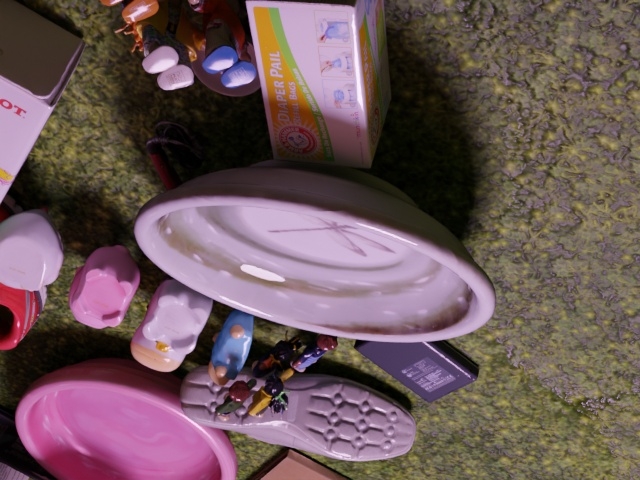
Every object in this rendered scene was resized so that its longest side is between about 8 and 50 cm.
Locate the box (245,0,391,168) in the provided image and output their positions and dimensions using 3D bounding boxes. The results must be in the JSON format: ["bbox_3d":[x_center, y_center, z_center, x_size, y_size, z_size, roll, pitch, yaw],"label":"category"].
[{"bbox_3d":[0.004,-0.181,1.240,0.103,0.114,0.203,6,138,13],"label":"box"}]

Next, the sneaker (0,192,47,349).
[{"bbox_3d":[-0.426,0.033,1.614,0.107,0.118,0.279,0,136,18],"label":"sneaker"}]

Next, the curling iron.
[{"bbox_3d":[-0.144,-0.031,1.510,0.068,0.035,0.274,3,136,16],"label":"curling iron"}]

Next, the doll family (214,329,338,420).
[{"bbox_3d":[-0.051,0.165,1.595,0.076,0.193,0.111,39,153,3],"label":"doll family"}]

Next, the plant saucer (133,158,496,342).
[{"bbox_3d":[0.000,0.000,1.396,0.401,0.100,0.400,12,159,5],"label":"plant saucer"}]

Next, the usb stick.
[{"bbox_3d":[-0.432,0.341,1.988,0.278,0.045,0.077,32,94,-16],"label":"usb stick"}]

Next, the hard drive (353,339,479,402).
[{"bbox_3d":[0.122,0.151,1.623,0.135,0.022,0.094,37,135,-21],"label":"hard drive"}]

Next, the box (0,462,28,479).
[{"bbox_3d":[-0.617,0.328,1.980,0.311,0.148,0.121,42,134,-23],"label":"box"}]

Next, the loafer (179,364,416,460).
[{"bbox_3d":[-0.031,0.225,1.711,0.319,0.112,0.111,14,177,-5],"label":"loafer"}]

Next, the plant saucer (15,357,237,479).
[{"bbox_3d":[-0.276,0.280,1.855,0.332,0.084,0.332,9,137,9],"label":"plant saucer"}]

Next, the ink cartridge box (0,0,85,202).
[{"bbox_3d":[-0.409,-0.154,1.408,0.201,0.117,0.278,29,138,-13],"label":"ink cartridge box"}]

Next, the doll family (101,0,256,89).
[{"bbox_3d":[-0.169,-0.247,1.203,0.118,0.163,0.263,-27,129,12],"label":"doll family"}]

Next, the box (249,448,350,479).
[{"bbox_3d":[-0.002,0.398,1.932,0.201,0.021,0.164,30,137,-13],"label":"box"}]

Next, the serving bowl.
[{"bbox_3d":[-0.093,-0.191,1.327,0.083,0.027,0.083,10,138,9],"label":"serving bowl"}]

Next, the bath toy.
[{"bbox_3d":[-0.251,0.063,1.584,0.348,0.129,0.151,27,116,-12],"label":"bath toy"}]
